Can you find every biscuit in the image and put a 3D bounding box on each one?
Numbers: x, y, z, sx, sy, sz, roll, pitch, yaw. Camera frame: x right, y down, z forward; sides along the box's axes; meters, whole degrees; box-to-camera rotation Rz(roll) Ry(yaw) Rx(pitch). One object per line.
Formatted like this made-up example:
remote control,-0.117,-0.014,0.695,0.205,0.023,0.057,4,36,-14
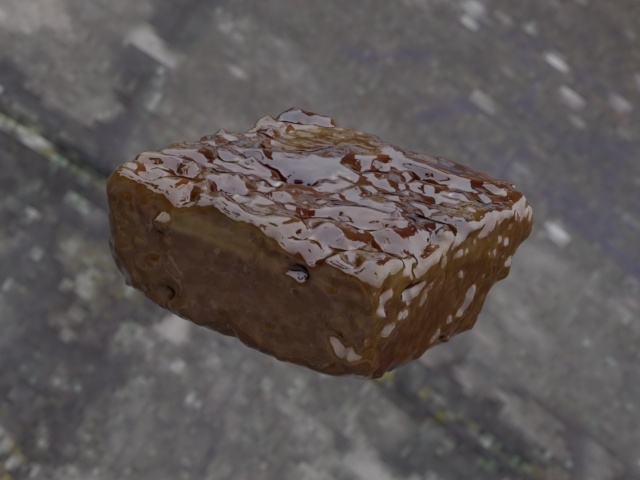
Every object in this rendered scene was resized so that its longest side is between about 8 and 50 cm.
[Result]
biscuit,0.000,0.000,1.999,0.342,0.166,0.395,20,21,27
